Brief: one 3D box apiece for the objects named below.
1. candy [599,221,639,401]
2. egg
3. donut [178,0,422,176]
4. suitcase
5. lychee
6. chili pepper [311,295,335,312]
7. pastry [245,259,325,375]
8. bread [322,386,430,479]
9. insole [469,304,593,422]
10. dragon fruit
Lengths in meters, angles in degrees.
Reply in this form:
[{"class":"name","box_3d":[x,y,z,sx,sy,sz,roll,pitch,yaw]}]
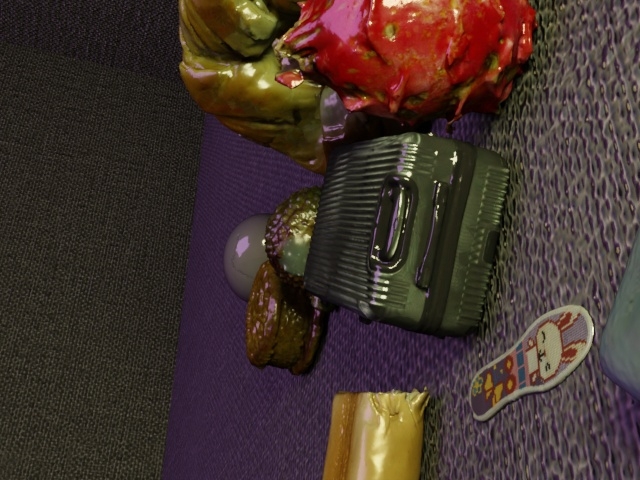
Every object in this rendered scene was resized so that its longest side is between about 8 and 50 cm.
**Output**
[{"class":"candy","box_3d":[0.225,0.021,0.472,0.138,0.071,0.174,-135,57,-71]},{"class":"egg","box_3d":[-0.104,0.037,1.519,0.198,0.146,0.146,100,171,-45]},{"class":"donut","box_3d":[-0.007,-0.247,1.056,0.360,0.360,0.170,117,174,-45]},{"class":"suitcase","box_3d":[0.081,-0.011,0.913,0.312,0.128,0.202,-171,93,-75]},{"class":"lychee","box_3d":[0.000,0.000,1.167,0.171,0.171,0.171,-168,90,-75]},{"class":"chili pepper","box_3d":[0.022,0.010,1.281,0.052,0.050,0.201,2,77,38]},{"class":"pastry","box_3d":[-0.062,0.127,1.377,0.189,0.103,0.188,-169,90,-75]},{"class":"bread","box_3d":[0.059,0.238,0.889,0.134,0.085,0.173,157,125,-68]},{"class":"insole","box_3d":[0.175,0.108,0.720,0.197,0.004,0.065,126,152,-56]},{"class":"dragon fruit","box_3d":[0.080,-0.215,0.837,0.210,0.268,0.205,77,-176,-58]}]
